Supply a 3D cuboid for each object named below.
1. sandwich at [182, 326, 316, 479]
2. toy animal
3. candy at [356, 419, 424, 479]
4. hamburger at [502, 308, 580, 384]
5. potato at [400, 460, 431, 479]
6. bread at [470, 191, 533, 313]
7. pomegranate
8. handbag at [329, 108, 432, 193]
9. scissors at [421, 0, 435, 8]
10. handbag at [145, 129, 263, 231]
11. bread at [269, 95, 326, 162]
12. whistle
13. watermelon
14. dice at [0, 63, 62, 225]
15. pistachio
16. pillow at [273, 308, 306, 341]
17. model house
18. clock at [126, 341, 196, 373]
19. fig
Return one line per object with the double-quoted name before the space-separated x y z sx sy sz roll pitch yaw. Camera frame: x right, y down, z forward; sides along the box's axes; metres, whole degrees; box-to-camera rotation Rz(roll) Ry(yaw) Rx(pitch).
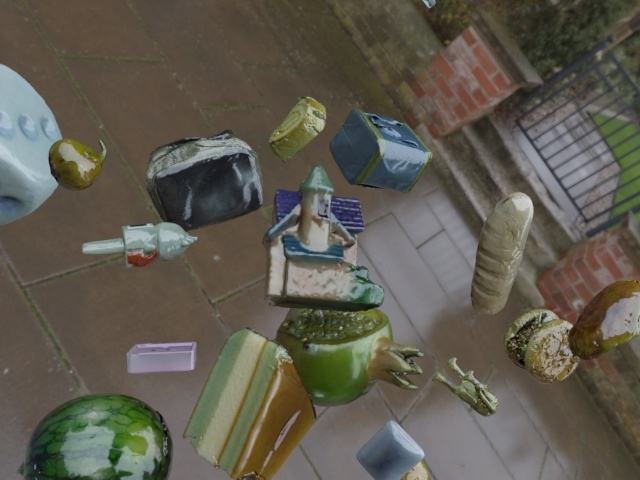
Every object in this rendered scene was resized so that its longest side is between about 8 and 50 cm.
"sandwich" -0.138 0.307 0.962 0.198 0.155 0.227 -45 137 -32
"toy animal" 0.329 0.321 1.129 0.136 0.073 0.181 40 -7 -7
"candy" 0.200 0.621 1.562 0.138 0.174 0.071 44 20 14
"hamburger" 0.542 0.253 1.303 0.113 0.177 0.185 -125 -158 -63
"potato" 0.299 0.806 1.849 0.203 0.178 0.157 -21 110 -65
"bread" 0.262 0.024 0.810 0.053 0.214 0.073 -8 34 -19
"pomegranate" 0.063 0.289 1.275 0.310 0.359 0.215 -13 114 -56
"handbag" 0.194 -0.293 1.796 0.241 0.222 0.263 9 37 -35
"scissors" 0.215 -0.722 1.431 0.256 0.030 0.125 44 29 -14
"handbag" -0.362 -0.196 1.674 0.240 0.341 0.247 -126 -159 -54
"bread" -0.052 -0.246 1.201 0.064 0.156 0.117 34 31 -25
"whistle" -0.408 0.009 1.233 0.254 0.102 0.105 -5 73 -25
"watermelon" -0.560 0.559 1.363 0.363 0.363 0.363 33 38 -30
"dice" -0.735 -0.201 1.142 0.268 0.265 0.262 65 10 -51
"pistachio" 0.462 0.118 0.854 0.090 0.173 0.049 32 -14 49
"pillow" -0.072 0.334 1.823 0.075 0.302 0.185 -5 41 -46
"model house" 0.000 0.000 1.144 0.246 0.312 0.279 6 79 -7
"clock" -0.493 0.365 1.689 0.197 0.150 0.063 0 91 -10
"fig" -0.403 -0.129 0.909 0.098 0.082 0.084 -17 73 -34
